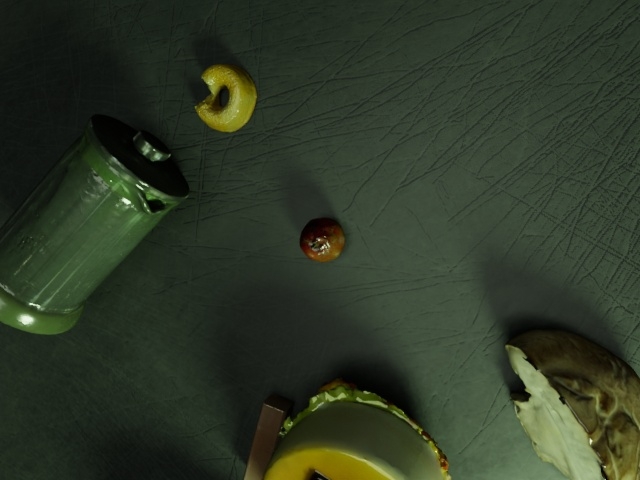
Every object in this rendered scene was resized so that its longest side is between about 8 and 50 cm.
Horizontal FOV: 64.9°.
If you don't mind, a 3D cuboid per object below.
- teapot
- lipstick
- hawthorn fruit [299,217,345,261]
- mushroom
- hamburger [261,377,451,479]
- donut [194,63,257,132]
[{"bbox_3d":[-0.380,-0.053,0.811,0.337,0.200,0.271,-43,50,11],"label":"teapot"},{"bbox_3d":[-0.086,0.330,0.820,0.045,0.045,0.146,18,98,15],"label":"lipstick"},{"bbox_3d":[0.001,-0.002,0.765,0.077,0.077,0.077,1,94,14],"label":"hawthorn fruit"},{"bbox_3d":[0.367,0.240,0.673,0.151,0.156,0.286,-23,88,-14],"label":"mushroom"},{"bbox_3d":[0.051,0.363,0.722,0.275,0.179,0.295,25,102,14],"label":"hamburger"},{"bbox_3d":[-0.153,-0.230,0.806,0.097,0.043,0.108,12,100,14],"label":"donut"}]
